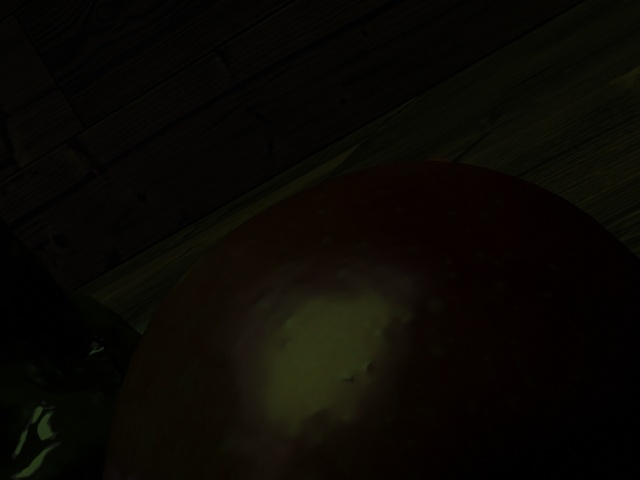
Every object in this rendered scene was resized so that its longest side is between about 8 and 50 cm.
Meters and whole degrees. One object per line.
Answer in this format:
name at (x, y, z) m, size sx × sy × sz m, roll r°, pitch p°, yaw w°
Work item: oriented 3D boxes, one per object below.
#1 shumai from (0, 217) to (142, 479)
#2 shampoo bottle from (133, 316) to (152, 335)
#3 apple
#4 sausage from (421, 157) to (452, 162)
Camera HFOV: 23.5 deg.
shumai at (-0.248, 0.095, 0.826) m, size 0.397 × 0.323 × 0.324 m, roll -30°, pitch 9°, yaw 2°
shampoo bottle at (-0.229, 0.169, 1.197) m, size 0.359 × 0.078 × 0.134 m, roll -31°, pitch 13°, yaw -1°
apple at (0.030, 0.069, 0.407) m, size 0.181 × 0.181 × 0.168 m, roll -33°, pitch 13°, yaw -13°
sausage at (0.000, 0.000, 1.479) m, size 0.347 × 0.053 × 0.053 m, roll -26°, pitch 9°, yaw 34°
